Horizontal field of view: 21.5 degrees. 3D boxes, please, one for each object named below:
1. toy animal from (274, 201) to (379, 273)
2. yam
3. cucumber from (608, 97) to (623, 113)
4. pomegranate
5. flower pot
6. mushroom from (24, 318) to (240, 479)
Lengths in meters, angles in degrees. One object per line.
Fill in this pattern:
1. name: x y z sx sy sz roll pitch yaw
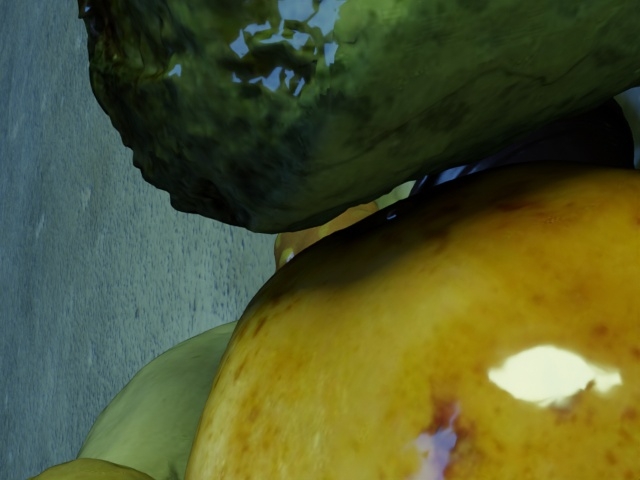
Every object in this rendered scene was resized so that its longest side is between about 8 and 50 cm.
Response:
1. toy animal: 0.000 0.000 0.946 0.224 0.066 0.230 6 81 65
2. yam: 0.065 -0.131 0.504 0.195 0.300 0.195 59 164 29
3. cucumber: 0.104 -0.071 0.754 0.133 0.032 0.032 -120 43 -57
4. pomegranate: 0.075 0.090 0.509 0.248 0.248 0.248 -171 90 -69
5. flower pot: 0.097 0.009 0.662 0.089 0.111 0.111 57 136 39
6. mushroom: -0.029 0.101 0.696 0.350 0.128 0.128 -26 -45 -65
